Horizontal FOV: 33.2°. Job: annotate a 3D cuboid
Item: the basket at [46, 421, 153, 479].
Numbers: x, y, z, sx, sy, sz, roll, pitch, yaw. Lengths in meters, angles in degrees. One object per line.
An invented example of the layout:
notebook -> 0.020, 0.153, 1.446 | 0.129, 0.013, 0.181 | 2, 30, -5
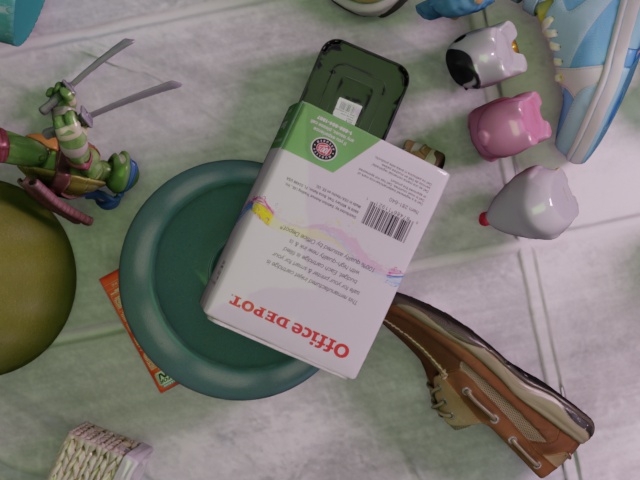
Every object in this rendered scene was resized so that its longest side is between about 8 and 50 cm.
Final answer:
basket -> -0.305, 0.331, 1.402 | 0.103, 0.113, 0.167 | 24, 90, 2

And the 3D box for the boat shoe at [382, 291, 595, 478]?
boat shoe -> 0.199, 0.192, 1.396 | 0.324, 0.122, 0.120 | 36, 93, 1

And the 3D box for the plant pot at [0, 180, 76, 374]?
plant pot -> -0.468, 0.050, 1.312 | 0.275, 0.293, 0.274 | 0, 90, 0

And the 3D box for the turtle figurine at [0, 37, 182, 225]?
turtle figurine -> -0.348, -0.162, 1.347 | 0.266, 0.274, 0.197 | 2, 46, -27

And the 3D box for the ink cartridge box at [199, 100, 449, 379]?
ink cartridge box -> 0.000, 0.000, 1.307 | 0.201, 0.117, 0.278 | 25, 89, -12

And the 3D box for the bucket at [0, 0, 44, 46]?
bucket -> -0.432, -0.382, 1.329 | 0.183, 0.281, 0.281 | 16, 90, -9

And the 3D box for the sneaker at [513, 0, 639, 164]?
sneaker -> 0.313, -0.273, 1.395 | 0.208, 0.127, 0.318 | 20, 108, 16

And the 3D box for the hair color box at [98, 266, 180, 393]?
hair color box -> -0.222, 0.111, 1.410 | 0.053, 0.093, 0.167 | -27, 91, 0

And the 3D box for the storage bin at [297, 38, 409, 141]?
storage bin -> 0.030, -0.159, 1.414 | 0.122, 0.084, 0.180 | 23, 91, 1

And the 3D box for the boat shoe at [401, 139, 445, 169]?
boat shoe -> 0.093, -0.046, 1.429 | 0.072, 0.068, 0.190 | 28, 80, 12

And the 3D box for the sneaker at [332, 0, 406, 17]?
sneaker -> -0.042, -0.452, 1.364 | 0.410, 0.182, 0.158 | 34, 90, 1

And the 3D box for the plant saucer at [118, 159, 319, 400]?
plant saucer -> -0.098, 0.046, 1.384 | 0.318, 0.044, 0.317 | 3, 81, -17

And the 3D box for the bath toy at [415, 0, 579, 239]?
bath toy -> 0.226, -0.162, 1.394 | 0.129, 0.151, 0.348 | -17, 93, 37
